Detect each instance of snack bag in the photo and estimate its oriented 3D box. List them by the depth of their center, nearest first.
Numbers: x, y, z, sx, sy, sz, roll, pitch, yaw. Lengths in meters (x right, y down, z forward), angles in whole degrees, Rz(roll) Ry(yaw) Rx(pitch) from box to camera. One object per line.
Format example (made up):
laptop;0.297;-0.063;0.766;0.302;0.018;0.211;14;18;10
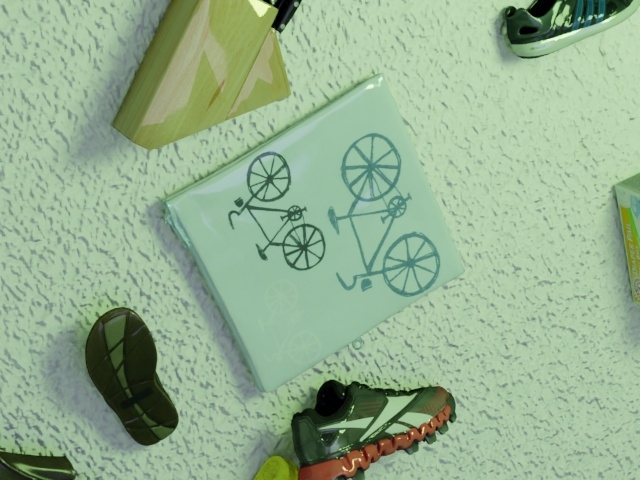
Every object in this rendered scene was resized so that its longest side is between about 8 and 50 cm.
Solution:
snack bag;0.000;0.000;1.780;0.342;0.037;0.323;-32;117;-13

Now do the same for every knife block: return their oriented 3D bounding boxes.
knife block;-0.135;-0.263;1.598;0.275;0.088;0.242;-23;115;-17

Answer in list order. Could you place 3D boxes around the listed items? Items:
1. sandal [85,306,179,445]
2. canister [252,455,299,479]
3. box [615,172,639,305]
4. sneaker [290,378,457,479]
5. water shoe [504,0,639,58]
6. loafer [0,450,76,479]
sandal;-0.236;0.166;1.714;0.090;0.060;0.219;-28;131;-8
canister;-0.022;0.383;1.875;0.170;0.073;0.126;33;90;-32
box;0.511;0.004;1.979;0.103;0.114;0.203;-24;116;-19
sneaker;0.069;0.236;1.849;0.276;0.097;0.135;-20;87;-36
water shoe;0.338;-0.311;1.817;0.203;0.073;0.080;-28;114;-16
loafer;-0.345;0.294;1.696;0.220;0.080;0.078;39;78;-35
